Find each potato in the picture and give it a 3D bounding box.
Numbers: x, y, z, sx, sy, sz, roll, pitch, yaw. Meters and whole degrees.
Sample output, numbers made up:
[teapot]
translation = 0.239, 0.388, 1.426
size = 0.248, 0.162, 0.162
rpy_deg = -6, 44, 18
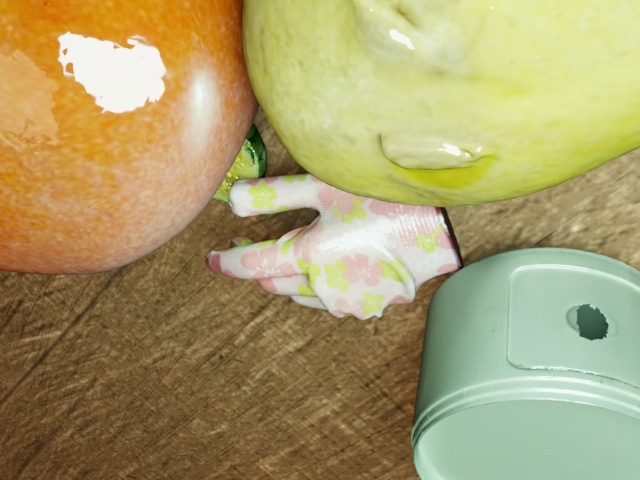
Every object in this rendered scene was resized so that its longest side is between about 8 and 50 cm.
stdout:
[potato]
translation = 0.054, -0.200, 0.433
size = 0.296, 0.290, 0.397
rpy_deg = -14, 121, 33

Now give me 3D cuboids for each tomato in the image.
[tomato]
translation = -0.194, -0.129, 0.610
size = 0.341, 0.341, 0.273
rpy_deg = 2, 117, 30

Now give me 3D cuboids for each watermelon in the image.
[watermelon]
translation = -0.096, -0.090, 0.779
size = 0.105, 0.062, 0.105
rpy_deg = 15, 138, 14

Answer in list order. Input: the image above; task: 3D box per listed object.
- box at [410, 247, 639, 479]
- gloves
[box]
translation = 0.197, 0.136, 0.691
size = 0.226, 0.149, 0.226
rpy_deg = 8, 137, 7
[gloves]
translation = 0.002, 0.010, 0.751
size = 0.241, 0.126, 0.145
rpy_deg = -18, 146, 13
